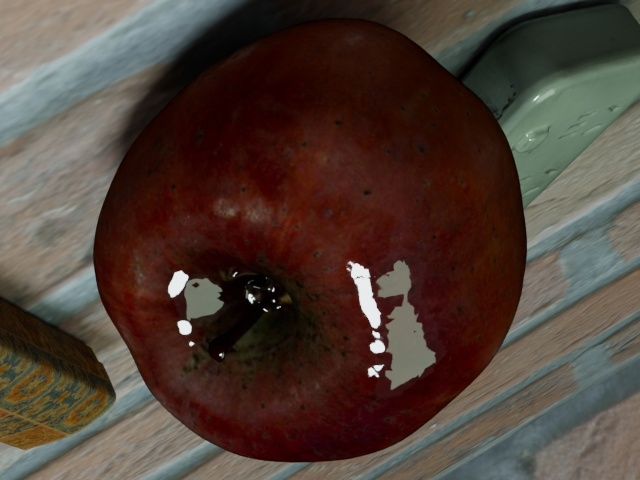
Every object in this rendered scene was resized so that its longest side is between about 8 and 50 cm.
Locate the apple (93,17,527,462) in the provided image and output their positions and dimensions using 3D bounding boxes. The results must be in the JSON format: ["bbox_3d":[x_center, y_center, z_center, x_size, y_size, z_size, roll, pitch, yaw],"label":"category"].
[{"bbox_3d":[-0.001,0.001,0.902,0.234,0.234,0.234,-27,162,-10],"label":"apple"}]

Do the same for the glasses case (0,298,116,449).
[{"bbox_3d":[-0.194,0.081,1.058,0.075,0.049,0.218,-32,162,3],"label":"glasses case"}]

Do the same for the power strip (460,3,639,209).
[{"bbox_3d":[0.083,-0.045,1.141,0.193,0.059,0.265,-16,158,-39],"label":"power strip"}]
